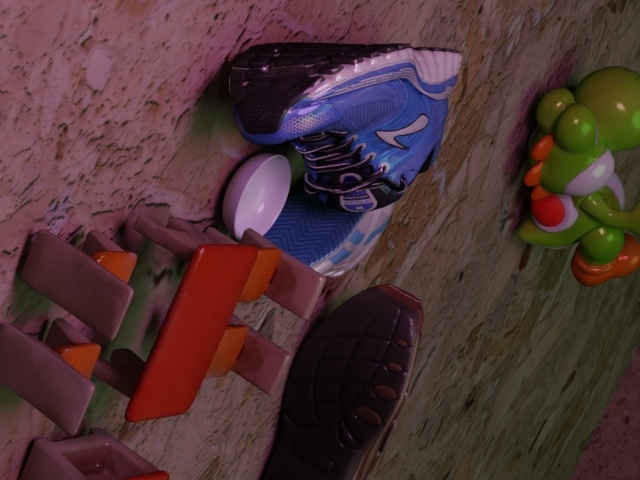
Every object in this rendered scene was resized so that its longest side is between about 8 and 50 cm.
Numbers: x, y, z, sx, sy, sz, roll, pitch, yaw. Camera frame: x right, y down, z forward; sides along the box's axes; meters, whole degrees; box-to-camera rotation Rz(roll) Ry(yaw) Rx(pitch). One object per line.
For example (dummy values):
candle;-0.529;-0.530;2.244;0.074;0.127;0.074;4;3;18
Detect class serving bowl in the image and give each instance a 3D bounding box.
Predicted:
serving bowl;-0.059;-0.040;1.229;0.083;0.027;0.083;-45;150;-36

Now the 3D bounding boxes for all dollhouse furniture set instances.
dollhouse furniture set;-0.120;0.117;1.098;0.262;0.135;0.259;-1;119;-59

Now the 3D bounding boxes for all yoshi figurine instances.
yoshi figurine;0.378;-0.101;1.904;0.362;0.203;0.203;65;39;-58

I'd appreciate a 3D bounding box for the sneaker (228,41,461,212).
sneaker;0.033;-0.093;1.202;0.330;0.129;0.147;-10;103;-62

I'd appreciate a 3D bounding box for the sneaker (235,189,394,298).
sneaker;0.000;0.000;1.322;0.228;0.087;0.092;-38;147;-43

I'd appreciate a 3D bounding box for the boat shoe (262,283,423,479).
boat shoe;0.026;0.185;1.546;0.120;0.122;0.324;-30;148;-60
